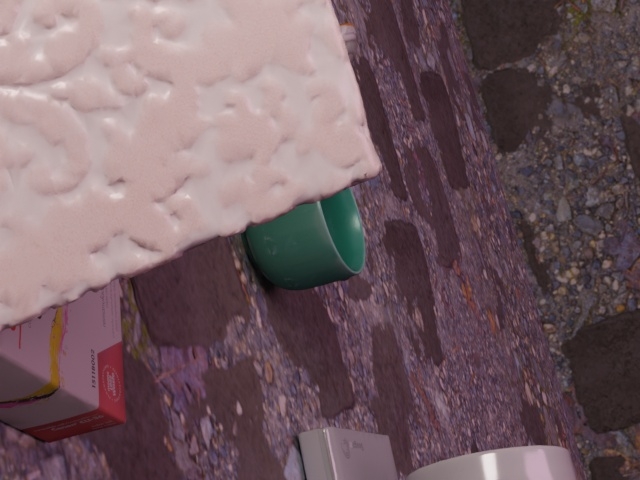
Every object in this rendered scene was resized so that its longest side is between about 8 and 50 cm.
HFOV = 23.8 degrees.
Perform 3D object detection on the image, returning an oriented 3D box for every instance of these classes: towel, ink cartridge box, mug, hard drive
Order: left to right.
[{"bbox_3d":[-0.203,0.047,0.983,0.198,0.067,0.115,42,36,-58],"label":"ink cartridge box"},{"bbox_3d":[-0.159,-0.126,0.883,0.053,0.332,0.317,-169,-121,-75],"label":"towel"},{"bbox_3d":[-0.026,-0.027,1.544,0.129,0.097,0.158,33,42,-63],"label":"mug"},{"bbox_3d":[0.056,0.349,1.549,0.203,0.040,0.307,26,51,-67],"label":"hard drive"}]

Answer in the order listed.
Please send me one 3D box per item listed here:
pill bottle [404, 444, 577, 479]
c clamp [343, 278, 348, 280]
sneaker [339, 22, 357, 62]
[{"bbox_3d":[0.202,0.418,1.484,0.229,0.229,0.407,35,42,-63],"label":"pill bottle"},{"bbox_3d":[0.000,0.000,1.734,0.161,0.022,0.137,34,37,-61],"label":"c clamp"},{"bbox_3d":[-0.022,-0.177,1.727,0.262,0.099,0.121,-31,112,-64],"label":"sneaker"}]
